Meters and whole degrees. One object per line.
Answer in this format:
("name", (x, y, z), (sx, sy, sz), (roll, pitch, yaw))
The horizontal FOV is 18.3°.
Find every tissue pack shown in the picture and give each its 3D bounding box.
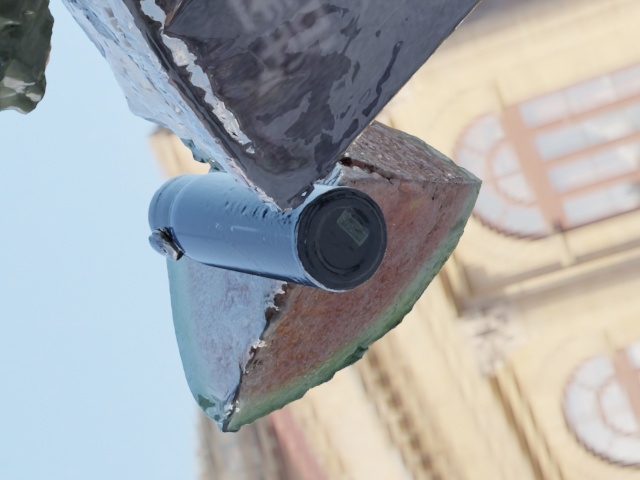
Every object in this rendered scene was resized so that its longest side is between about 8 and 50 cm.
("tissue pack", (0.039, -0.230, 0.842), (0.124, 0.394, 0.288), (39, 172, 27))

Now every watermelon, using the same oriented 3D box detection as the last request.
("watermelon", (0.000, 0.000, 1.604), (0.193, 0.310, 0.231), (46, 166, 49))

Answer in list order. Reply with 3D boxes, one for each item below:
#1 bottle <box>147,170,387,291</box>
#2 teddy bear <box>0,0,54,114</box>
("bottle", (-0.047, -0.009, 1.426), (0.082, 0.244, 0.072), (-44, -66, -19))
("teddy bear", (-0.237, -0.251, 1.350), (0.368, 0.224, 0.357), (-10, -93, -30))
